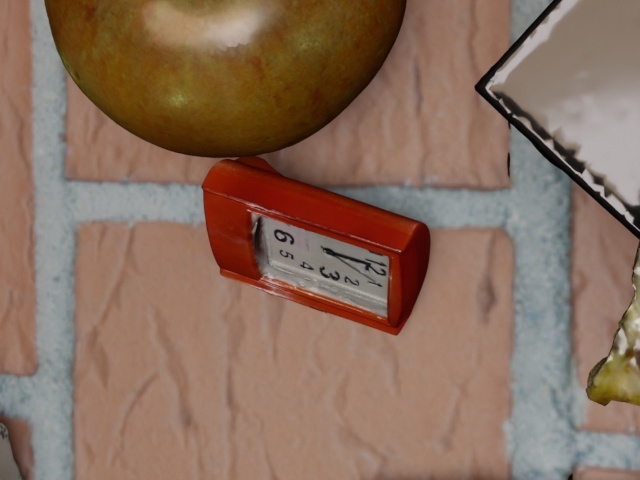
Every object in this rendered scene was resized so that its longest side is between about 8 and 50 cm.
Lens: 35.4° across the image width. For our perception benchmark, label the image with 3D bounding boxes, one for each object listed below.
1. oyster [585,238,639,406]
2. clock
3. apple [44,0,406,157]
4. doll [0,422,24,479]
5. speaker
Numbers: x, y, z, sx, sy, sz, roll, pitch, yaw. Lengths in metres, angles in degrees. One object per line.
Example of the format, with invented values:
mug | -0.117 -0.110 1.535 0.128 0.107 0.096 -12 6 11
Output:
oyster | 0.202 -0.014 0.406 0.133 0.072 0.209 17 76 21
clock | 0.000 0.000 0.717 0.155 0.113 0.061 20 58 15
apple | -0.063 -0.162 0.669 0.237 0.207 0.237 -1 77 5
doll | -0.332 0.199 0.822 0.180 0.107 0.110 -4 113 23
speaker | 0.233 -0.059 0.556 0.232 0.254 0.184 45 103 10
